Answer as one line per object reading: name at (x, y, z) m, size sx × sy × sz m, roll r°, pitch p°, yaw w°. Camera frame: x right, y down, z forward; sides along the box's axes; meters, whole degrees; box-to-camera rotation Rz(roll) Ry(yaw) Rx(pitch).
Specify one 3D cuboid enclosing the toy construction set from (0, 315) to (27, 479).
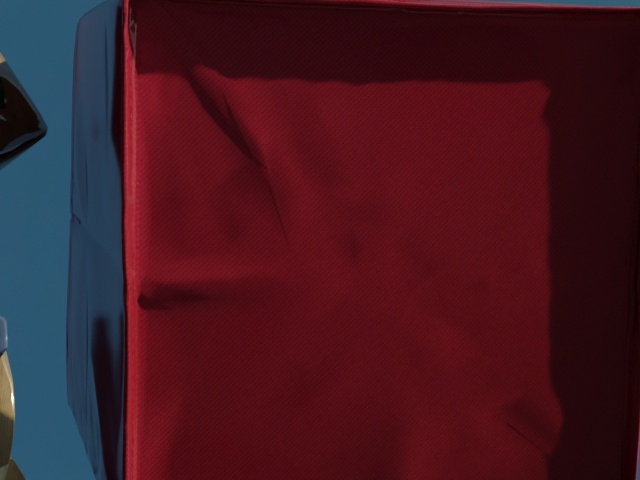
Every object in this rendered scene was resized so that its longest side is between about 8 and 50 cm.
toy construction set at (-0.276, 0.220, 0.712) m, size 0.309 × 0.257 × 0.237 m, roll -37°, pitch -90°, yaw 23°

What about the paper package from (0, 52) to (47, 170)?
paper package at (-0.375, -0.110, 0.617) m, size 0.309 × 0.168 × 0.325 m, roll -34°, pitch -90°, yaw 11°

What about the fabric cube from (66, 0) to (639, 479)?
fabric cube at (0.000, 0.000, 0.607) m, size 0.254 × 0.258 × 0.259 m, roll 0°, pitch -83°, yaw -16°
